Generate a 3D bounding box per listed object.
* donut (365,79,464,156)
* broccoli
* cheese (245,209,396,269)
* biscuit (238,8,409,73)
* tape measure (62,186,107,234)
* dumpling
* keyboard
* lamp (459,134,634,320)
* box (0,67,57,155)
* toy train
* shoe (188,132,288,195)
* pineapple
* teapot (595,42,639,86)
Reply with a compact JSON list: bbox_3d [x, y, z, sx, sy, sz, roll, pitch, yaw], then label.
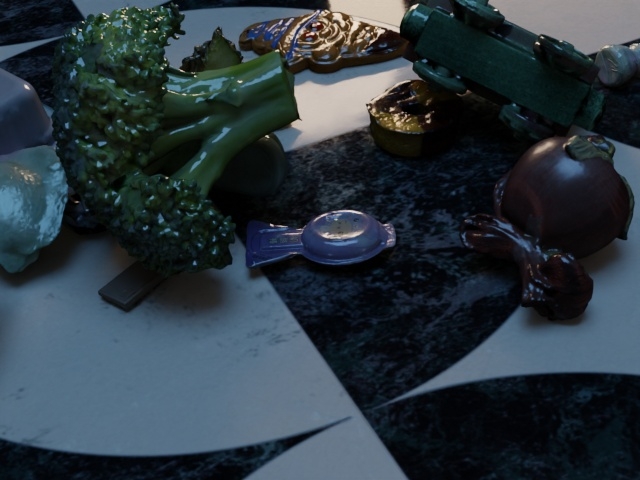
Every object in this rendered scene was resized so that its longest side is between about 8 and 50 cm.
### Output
[{"bbox_3d":[0.134,-0.173,1.717,0.140,0.059,0.140,-2,38,1],"label":"donut"},{"bbox_3d":[-0.194,-0.141,1.461,0.302,0.249,0.375,-31,60,23],"label":"broccoli"},{"bbox_3d":[0.000,0.000,1.530,0.190,0.042,0.105,-6,37,2],"label":"cheese"},{"bbox_3d":[0.005,-0.319,1.934,0.280,0.043,0.183,3,43,14],"label":"biscuit"},{"bbox_3d":[-0.309,-0.049,1.611,0.094,0.054,0.091,20,51,31],"label":"tape measure"},{"bbox_3d":[-0.399,-0.049,1.576,0.149,0.105,0.216,-26,48,-29],"label":"dumpling"},{"bbox_3d":[-0.203,0.032,1.531,0.055,0.017,0.166,20,44,33],"label":"keyboard"},{"bbox_3d":[0.296,-0.026,1.469,0.223,0.151,0.215,-56,41,7],"label":"lamp"},{"bbox_3d":[-0.531,-0.188,1.765,0.336,0.106,0.264,28,48,33],"label":"box"},{"bbox_3d":[0.258,-0.248,1.703,0.304,0.150,0.221,29,16,5],"label":"toy train"},{"bbox_3d":[-0.135,-0.111,1.631,0.251,0.103,0.100,11,11,34],"label":"shoe"},{"bbox_3d":[-0.172,-0.240,1.757,0.249,0.164,0.140,-15,32,-7],"label":"pineapple"},{"bbox_3d":[0.446,-0.264,1.807,0.064,0.064,0.083,-15,8,-24],"label":"teapot"}]
